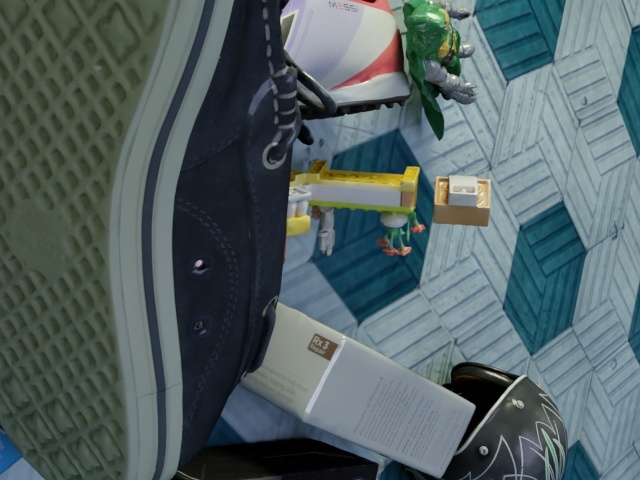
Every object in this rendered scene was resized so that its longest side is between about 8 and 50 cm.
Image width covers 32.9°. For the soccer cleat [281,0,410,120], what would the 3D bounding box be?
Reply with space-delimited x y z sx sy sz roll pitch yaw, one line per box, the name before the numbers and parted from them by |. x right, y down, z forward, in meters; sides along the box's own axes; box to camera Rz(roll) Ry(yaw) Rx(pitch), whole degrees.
soccer cleat | -0.045 -0.152 0.853 0.318 0.108 0.116 -12 96 -49

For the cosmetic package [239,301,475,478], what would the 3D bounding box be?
cosmetic package | 0.030 0.135 0.981 0.231 0.117 0.085 30 85 -46

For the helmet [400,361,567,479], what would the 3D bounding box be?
helmet | 0.178 0.216 1.136 0.169 0.161 0.169 -14 109 -46

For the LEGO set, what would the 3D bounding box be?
LEGO set | 0.000 0.000 0.908 0.287 0.132 0.107 -7 111 -24

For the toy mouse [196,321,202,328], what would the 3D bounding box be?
toy mouse | -0.107 0.086 0.853 0.143 0.031 0.161 -50 156 4

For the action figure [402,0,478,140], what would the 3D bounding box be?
action figure | 0.107 -0.170 0.972 0.232 0.063 0.137 2 85 -77

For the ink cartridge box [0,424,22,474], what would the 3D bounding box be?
ink cartridge box | -0.193 0.036 0.733 0.203 0.086 0.148 -40 127 -36

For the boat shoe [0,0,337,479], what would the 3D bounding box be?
boat shoe | -0.094 -0.082 0.584 0.156 0.187 0.500 -32 137 -46

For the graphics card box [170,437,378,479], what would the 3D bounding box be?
graphics card box | -0.080 0.364 0.934 0.233 0.094 0.371 8 92 -49
